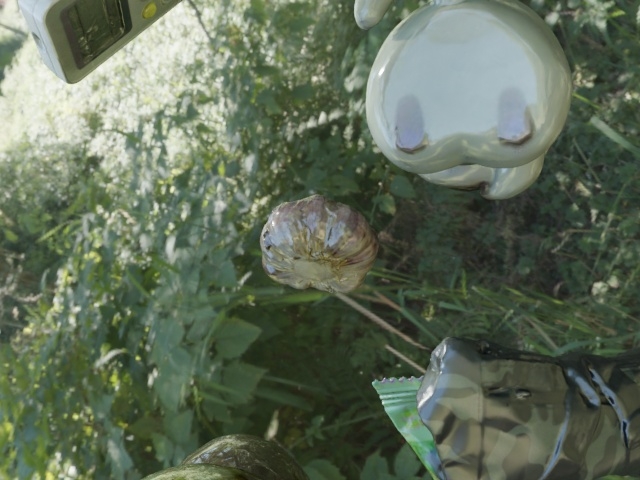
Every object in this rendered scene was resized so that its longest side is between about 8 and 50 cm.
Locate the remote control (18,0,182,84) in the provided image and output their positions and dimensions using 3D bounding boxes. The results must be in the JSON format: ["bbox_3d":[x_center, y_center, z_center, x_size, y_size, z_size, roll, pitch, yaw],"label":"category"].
[{"bbox_3d":[-0.141,-0.239,0.509,0.250,0.034,0.103,-48,-5,-22],"label":"remote control"}]

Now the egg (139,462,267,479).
[{"bbox_3d":[-0.095,0.336,0.526,0.238,0.289,0.238,-23,34,17],"label":"egg"}]

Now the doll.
[{"bbox_3d":[0.184,-0.162,0.729,0.214,0.370,0.226,-15,74,19],"label":"doll"}]

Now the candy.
[{"bbox_3d":[0.312,0.465,1.376,0.262,0.398,0.172,-23,20,29],"label":"candy"}]

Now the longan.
[{"bbox_3d":[-0.171,0.584,1.167,0.404,0.336,0.405,1,91,47],"label":"longan"}]

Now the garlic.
[{"bbox_3d":[0.000,0.000,1.175,0.245,0.244,0.161,-50,21,50],"label":"garlic"}]

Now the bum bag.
[{"bbox_3d":[0.233,0.164,0.543,0.095,0.340,0.144,3,87,64],"label":"bum bag"}]
